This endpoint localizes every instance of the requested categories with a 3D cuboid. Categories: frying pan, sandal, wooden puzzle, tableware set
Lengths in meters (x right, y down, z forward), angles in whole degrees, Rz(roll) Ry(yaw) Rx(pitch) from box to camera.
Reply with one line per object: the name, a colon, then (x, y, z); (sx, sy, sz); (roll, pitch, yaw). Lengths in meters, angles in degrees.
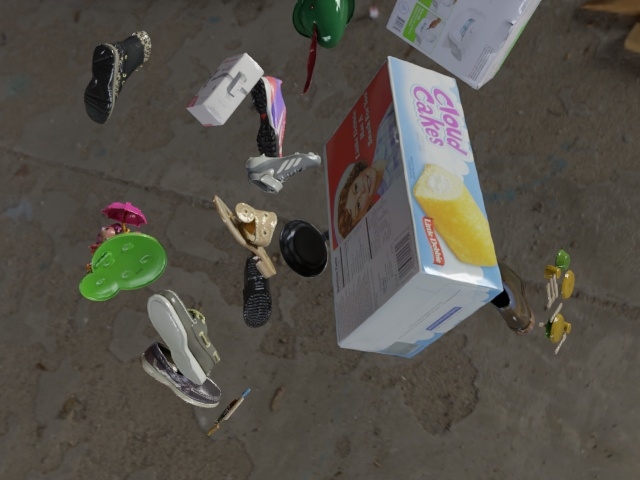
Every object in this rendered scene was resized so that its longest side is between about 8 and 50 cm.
frying pan: (-0.021, -0.019, 2.074); (0.197, 0.053, 0.326); (45, 128, 15)
sandal: (-0.112, -0.022, 1.182); (0.079, 0.240, 0.088); (-28, 52, 0)
wooden puzzle: (-0.205, 0.376, 1.446); (0.014, 0.078, 0.116); (45, 48, -3)
tableware set: (0.377, 0.096, 1.043); (0.024, 0.154, 0.104); (11, 42, 40)

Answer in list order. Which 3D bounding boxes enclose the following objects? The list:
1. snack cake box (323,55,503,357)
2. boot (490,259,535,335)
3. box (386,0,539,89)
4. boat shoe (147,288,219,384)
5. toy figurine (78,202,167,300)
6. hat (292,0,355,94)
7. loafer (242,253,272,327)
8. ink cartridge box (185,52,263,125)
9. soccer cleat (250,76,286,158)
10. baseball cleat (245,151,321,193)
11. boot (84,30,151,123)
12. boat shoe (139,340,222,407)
snack cake box: (0.079, -0.035, 0.663); (0.089, 0.152, 0.264); (12, 53, -22)
boot: (0.407, 0.102, 1.468); (0.082, 0.106, 0.219); (-35, 41, 16)
box: (0.284, -0.464, 1.232); (0.231, 0.262, 0.127); (37, 50, 11)
boat shoe: (-0.319, 0.217, 1.555); (0.109, 0.305, 0.091); (19, 50, 32)
toy figurine: (-0.375, 0.004, 1.211); (0.173, 0.130, 0.159); (-38, 43, 11)
hat: (0.026, -0.522, 1.687); (0.172, 0.208, 0.184); (-7, 59, -15)
loafer: (-0.172, 0.132, 1.787); (0.080, 0.078, 0.220); (2, 108, -12)
ink cartridge box: (-0.295, -0.464, 2.015); (0.218, 0.092, 0.158); (-53, 29, -15)
soccer cleat: (-0.161, -0.412, 2.285); (0.108, 0.116, 0.318); (-2, 100, 47)
baseball cleat: (-0.094, -0.177, 1.736); (0.205, 0.072, 0.110); (-5, 74, -13)
boot: (-0.531, -0.433, 1.731); (0.085, 0.236, 0.179); (30, 40, 4)
boat shoe: (-0.412, 0.407, 1.988); (0.092, 0.285, 0.103); (-47, 14, 25)
